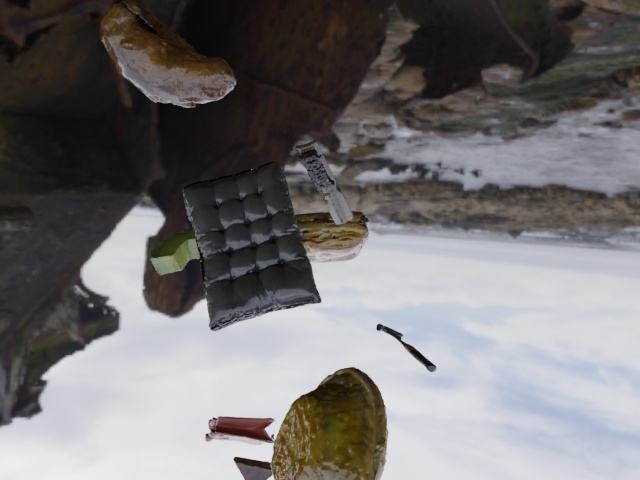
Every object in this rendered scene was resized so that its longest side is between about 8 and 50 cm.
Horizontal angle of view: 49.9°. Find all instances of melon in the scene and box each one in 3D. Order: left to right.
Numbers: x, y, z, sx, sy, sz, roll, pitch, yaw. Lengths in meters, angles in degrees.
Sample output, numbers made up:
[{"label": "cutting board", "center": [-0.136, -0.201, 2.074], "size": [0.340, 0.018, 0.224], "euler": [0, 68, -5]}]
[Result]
[{"label": "melon", "center": [-0.326, 0.022, 1.759], "size": [0.210, 0.064, 0.118], "euler": [-12, -153, -7]}]

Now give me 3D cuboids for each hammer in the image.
[{"label": "hammer", "center": [0.220, 0.267, 1.705], "size": [0.078, 0.021, 0.201], "euler": [24, -171, -39]}]

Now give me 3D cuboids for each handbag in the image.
[{"label": "handbag", "center": [-0.202, 0.475, 1.711], "size": [0.157, 0.059, 0.212], "euler": [8, 159, -12]}]

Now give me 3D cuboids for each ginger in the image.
[{"label": "ginger", "center": [-0.351, -0.403, 1.560], "size": [0.321, 0.165, 0.172], "euler": [29, 135, -10]}]

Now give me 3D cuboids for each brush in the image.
[{"label": "brush", "center": [0.013, -0.096, 1.278], "size": [0.043, 0.036, 0.248], "euler": [-15, 146, 11]}]

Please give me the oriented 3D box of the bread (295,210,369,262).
[{"label": "bread", "center": [0.000, 0.000, 1.679], "size": [0.235, 0.099, 0.210], "euler": [-5, 166, -6]}]

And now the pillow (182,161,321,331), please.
[{"label": "pillow", "center": [-0.149, 0.008, 1.395], "size": [0.228, 0.326, 0.101], "euler": [-15, 163, -3]}]

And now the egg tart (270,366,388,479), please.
[{"label": "egg tart", "center": [0.002, 0.380, 1.248], "size": [0.128, 0.318, 0.319], "euler": [19, 174, -26]}]

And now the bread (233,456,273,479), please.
[{"label": "bread", "center": [-0.154, 0.536, 1.581], "size": [0.109, 0.062, 0.043], "euler": [15, -178, -23]}]
